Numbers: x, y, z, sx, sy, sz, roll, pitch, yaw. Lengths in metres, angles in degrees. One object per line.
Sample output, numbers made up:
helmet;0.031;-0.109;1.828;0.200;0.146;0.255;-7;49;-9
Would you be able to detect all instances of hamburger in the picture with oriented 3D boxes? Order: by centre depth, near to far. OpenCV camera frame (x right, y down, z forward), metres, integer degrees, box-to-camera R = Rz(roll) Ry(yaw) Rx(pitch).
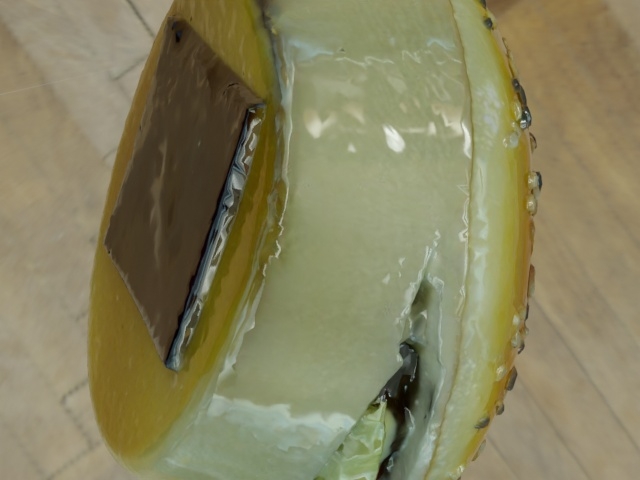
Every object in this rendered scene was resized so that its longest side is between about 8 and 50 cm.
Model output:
hamburger;0.000;0.000;0.932;0.176;0.300;0.300;11;95;-20
